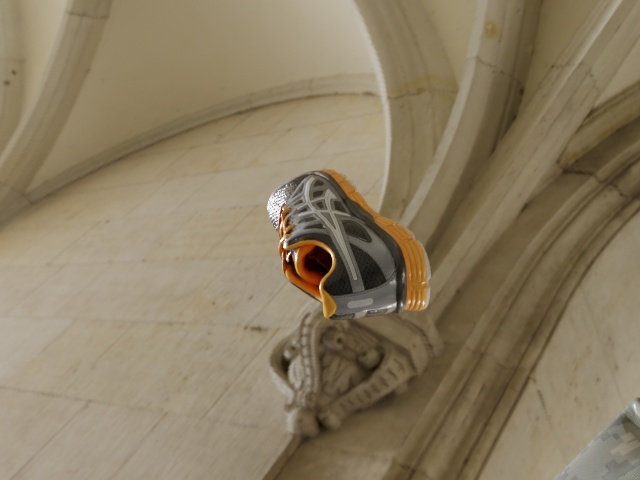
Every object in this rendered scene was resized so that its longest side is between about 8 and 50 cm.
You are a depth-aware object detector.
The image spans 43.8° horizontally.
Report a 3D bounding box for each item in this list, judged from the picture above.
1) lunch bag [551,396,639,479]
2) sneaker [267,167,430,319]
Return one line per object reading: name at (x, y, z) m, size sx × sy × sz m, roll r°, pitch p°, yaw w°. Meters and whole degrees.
lunch bag at (0.149, 0.238, 0.315) m, size 0.169 × 0.235 × 0.287 m, roll 43°, pitch 5°, yaw -15°
sneaker at (0.000, 0.000, 0.642) m, size 0.215 × 0.083 × 0.084 m, roll 34°, pitch -45°, yaw 57°
